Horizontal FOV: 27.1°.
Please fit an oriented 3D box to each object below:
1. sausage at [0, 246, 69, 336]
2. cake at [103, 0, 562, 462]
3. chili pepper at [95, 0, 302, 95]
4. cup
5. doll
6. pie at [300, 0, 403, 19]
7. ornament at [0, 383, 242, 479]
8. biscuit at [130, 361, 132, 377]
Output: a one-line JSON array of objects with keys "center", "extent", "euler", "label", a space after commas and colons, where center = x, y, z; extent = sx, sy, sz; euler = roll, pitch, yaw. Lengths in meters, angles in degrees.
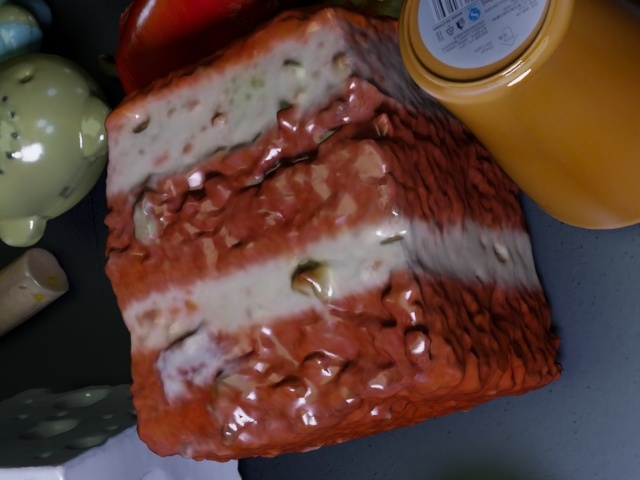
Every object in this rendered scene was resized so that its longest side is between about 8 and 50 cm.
[{"center": [-0.390, 0.097, 1.401], "extent": [0.301, 0.066, 0.065], "euler": [-30, 74, 27], "label": "sausage"}, {"center": [0.000, 0.000, 1.067], "extent": [0.269, 0.270, 0.319], "euler": [-20, 77, 27], "label": "cake"}, {"center": [-0.120, -0.173, 1.192], "extent": [0.131, 0.134, 0.338], "euler": [32, 146, -12], "label": "chili pepper"}, {"center": [0.184, -0.143, 0.982], "extent": [0.182, 0.264, 0.226], "euler": [16, 85, 37], "label": "cup"}, {"center": [-0.309, -0.134, 1.307], "extent": [0.177, 0.161, 0.260], "euler": [-47, 65, 18], "label": "doll"}, {"center": [0.009, -0.262, 1.168], "extent": [0.205, 0.084, 0.178], "euler": [13, 100, 43], "label": "pie"}, {"center": [-0.222, 0.273, 1.172], "extent": [0.240, 0.239, 0.239], "euler": [-6, 98, 29], "label": "ornament"}, {"center": [-0.118, 0.137, 1.260], "extent": [0.162, 0.035, 0.250], "euler": [33, 104, 28], "label": "biscuit"}]
